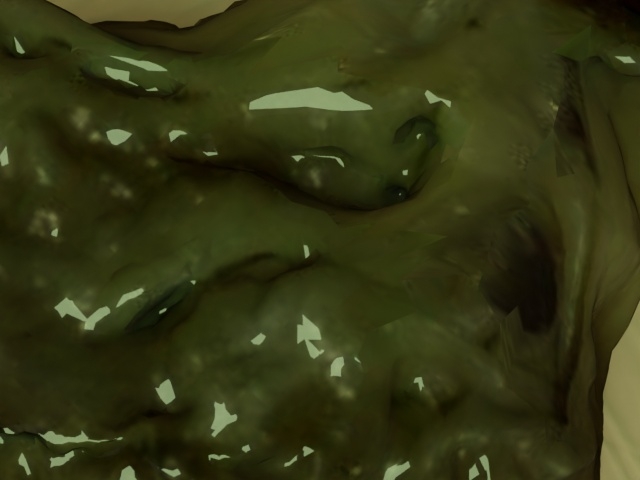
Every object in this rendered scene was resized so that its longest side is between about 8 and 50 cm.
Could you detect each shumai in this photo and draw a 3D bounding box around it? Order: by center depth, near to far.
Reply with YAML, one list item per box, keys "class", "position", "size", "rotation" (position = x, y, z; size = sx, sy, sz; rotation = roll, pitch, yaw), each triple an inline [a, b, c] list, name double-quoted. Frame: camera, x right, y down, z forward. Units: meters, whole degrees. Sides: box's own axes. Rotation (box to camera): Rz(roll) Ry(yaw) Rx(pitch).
- class: "shumai"
  position: [0.002, -0.002, 0.597]
  size: [0.346, 0.217, 0.283]
  rotation: [45, 101, 2]
